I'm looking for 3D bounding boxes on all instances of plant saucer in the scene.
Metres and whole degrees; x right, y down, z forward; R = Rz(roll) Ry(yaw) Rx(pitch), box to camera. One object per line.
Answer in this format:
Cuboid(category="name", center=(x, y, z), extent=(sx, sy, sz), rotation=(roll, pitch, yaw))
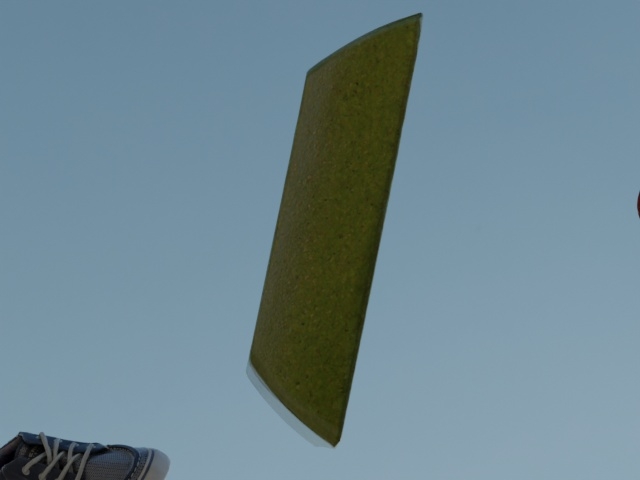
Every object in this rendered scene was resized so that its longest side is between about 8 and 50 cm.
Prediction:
Cuboid(category="plant saucer", center=(0.000, 0.000, 0.778), extent=(0.045, 0.188, 0.188), rotation=(12, -7, -1))

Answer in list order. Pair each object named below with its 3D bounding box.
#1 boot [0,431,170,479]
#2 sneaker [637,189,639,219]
Cuboid(category="boot", center=(-0.194, 0.183, 1.290), extent=(0.086, 0.069, 0.190), rotation=(36, -34, -19))
Cuboid(category="sneaker", center=(0.355, -0.089, 1.381), extent=(0.221, 0.128, 0.087), rotation=(-49, -114, 13))
